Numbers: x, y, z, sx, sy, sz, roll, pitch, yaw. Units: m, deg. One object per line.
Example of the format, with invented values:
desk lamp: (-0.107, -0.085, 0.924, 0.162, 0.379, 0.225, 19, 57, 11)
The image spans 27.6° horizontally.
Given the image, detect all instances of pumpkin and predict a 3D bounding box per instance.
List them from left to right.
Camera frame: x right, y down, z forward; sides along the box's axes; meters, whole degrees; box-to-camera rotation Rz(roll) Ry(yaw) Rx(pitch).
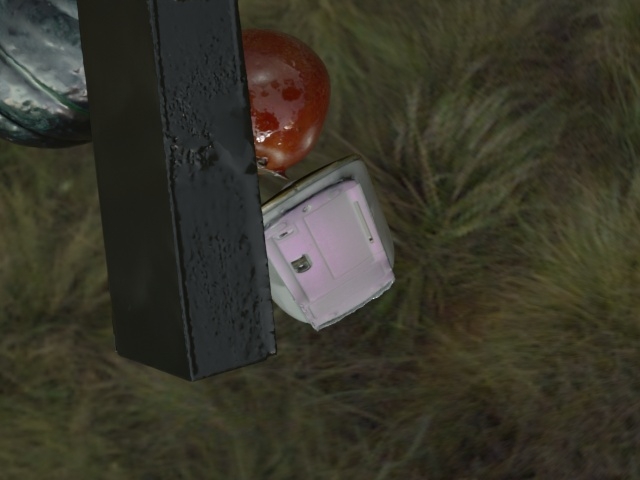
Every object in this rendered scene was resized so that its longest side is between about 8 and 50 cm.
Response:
pumpkin: (-0.206, -0.192, 0.895, 0.248, 0.248, 0.248, -1, 85, 18)

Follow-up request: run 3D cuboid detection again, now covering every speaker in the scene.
speaker: (-0.068, -0.054, 0.573, 0.082, 0.044, 0.218, 8, 106, 56)

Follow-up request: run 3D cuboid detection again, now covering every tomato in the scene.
tomato: (-0.067, -0.145, 1.339, 0.167, 0.167, 0.167, -1, 85, 18)

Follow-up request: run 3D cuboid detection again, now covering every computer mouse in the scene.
computer mouse: (0.000, 0.000, 1.100, 0.126, 0.245, 0.056, -33, 65, -2)
